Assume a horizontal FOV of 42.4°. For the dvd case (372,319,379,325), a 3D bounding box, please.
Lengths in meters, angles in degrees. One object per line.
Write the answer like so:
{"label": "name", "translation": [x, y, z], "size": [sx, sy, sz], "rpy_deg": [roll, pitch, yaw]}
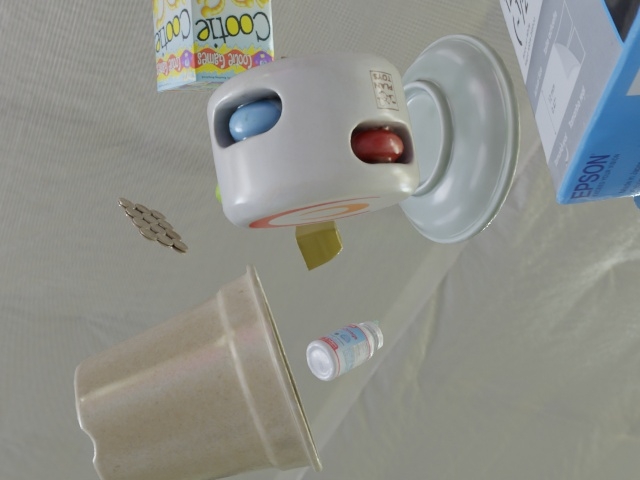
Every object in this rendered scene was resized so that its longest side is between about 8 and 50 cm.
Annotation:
{"label": "dvd case", "translation": [0.093, 0.244, 1.905], "size": [0.013, 0.087, 0.119], "rpy_deg": [33, -68, 14]}

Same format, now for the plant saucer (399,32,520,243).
{"label": "plant saucer", "translation": [0.212, -0.192, 1.564], "size": [0.101, 0.400, 0.400], "rpy_deg": [-1, -47, -28]}

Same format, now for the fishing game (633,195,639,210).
{"label": "fishing game", "translation": [0.594, -0.101, 1.324], "size": [0.189, 0.041, 0.264], "rpy_deg": [-34, -84, 0]}

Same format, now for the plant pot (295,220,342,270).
{"label": "plant pot", "translation": [0.000, 0.000, 1.703], "size": [0.083, 0.081, 0.081], "rpy_deg": [-19, -67, 6]}

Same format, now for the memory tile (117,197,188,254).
{"label": "memory tile", "translation": [-0.319, -0.028, 1.568], "size": [0.113, 0.148, 0.012], "rpy_deg": [22, -73, -45]}

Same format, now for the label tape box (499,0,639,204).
{"label": "label tape box", "translation": [0.168, -0.232, 0.482], "size": [0.115, 0.347, 0.249], "rpy_deg": [-11, -24, -1]}

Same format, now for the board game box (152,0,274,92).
{"label": "board game box", "translation": [-0.170, -0.375, 1.286], "size": [0.144, 0.142, 0.275], "rpy_deg": [-6, -84, -35]}

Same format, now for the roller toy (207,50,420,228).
{"label": "roller toy", "translation": [-0.006, -0.098, 0.795], "size": [0.210, 0.146, 0.191], "rpy_deg": [-10, -5, -4]}

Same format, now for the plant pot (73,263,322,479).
{"label": "plant pot", "translation": [-0.193, 0.241, 1.265], "size": [0.306, 0.333, 0.333], "rpy_deg": [-19, -48, -4]}

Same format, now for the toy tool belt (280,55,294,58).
{"label": "toy tool belt", "translation": [-0.058, -0.308, 1.489], "size": [0.051, 0.083, 0.052], "rpy_deg": [-52, -51, -13]}

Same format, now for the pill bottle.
{"label": "pill bottle", "translation": [0.054, 0.224, 1.718], "size": [0.160, 0.087, 0.087], "rpy_deg": [-21, -36, -42]}
